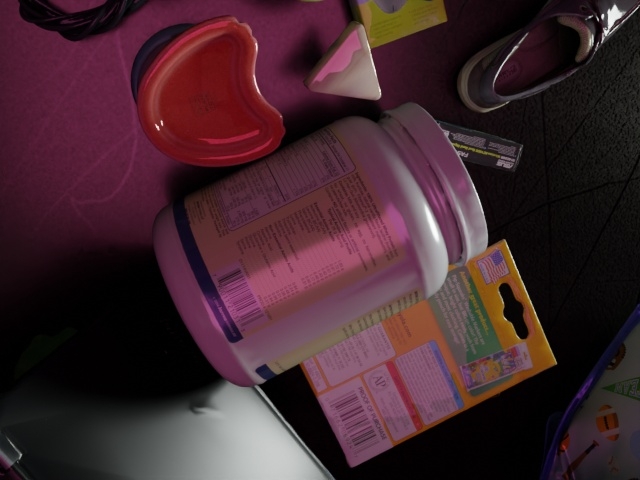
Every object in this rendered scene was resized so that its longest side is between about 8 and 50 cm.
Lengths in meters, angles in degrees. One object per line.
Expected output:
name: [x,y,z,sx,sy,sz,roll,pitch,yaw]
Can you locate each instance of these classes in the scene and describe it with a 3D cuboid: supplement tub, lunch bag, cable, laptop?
supplement tub: [0.000,0.000,0.688,0.325,0.235,0.235,-27,112,-2]
lunch bag: [0.554,0.345,0.931,0.328,0.239,0.385,30,93,-22]
cable: [-0.257,-0.305,0.629,0.184,0.047,0.150,-36,112,3]
laptop: [-0.236,0.320,0.640,0.408,0.236,0.382,-38,97,1]

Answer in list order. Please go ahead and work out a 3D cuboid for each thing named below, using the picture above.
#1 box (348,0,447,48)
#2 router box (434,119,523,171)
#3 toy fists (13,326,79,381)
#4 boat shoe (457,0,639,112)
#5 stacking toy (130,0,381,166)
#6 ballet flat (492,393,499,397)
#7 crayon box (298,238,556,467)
box: [0.076,-0.331,0.693,0.109,0.042,0.178,-22,112,-6]
router box: [0.182,-0.127,0.760,0.123,0.092,0.038,10,107,-16]
toy fists: [-0.250,0.205,0.761,0.279,0.142,0.096,24,117,-18]
boat shoe: [0.309,-0.257,0.741,0.285,0.092,0.102,-34,112,1]
stacking toy: [-0.089,-0.251,0.613,0.280,0.130,0.308,-15,123,-11]
ballet flat: [0.195,0.216,0.906,0.173,0.049,0.057,1,108,-12]
crayon box: [0.139,0.150,0.834,0.323,0.083,0.203,-26,100,-2]
